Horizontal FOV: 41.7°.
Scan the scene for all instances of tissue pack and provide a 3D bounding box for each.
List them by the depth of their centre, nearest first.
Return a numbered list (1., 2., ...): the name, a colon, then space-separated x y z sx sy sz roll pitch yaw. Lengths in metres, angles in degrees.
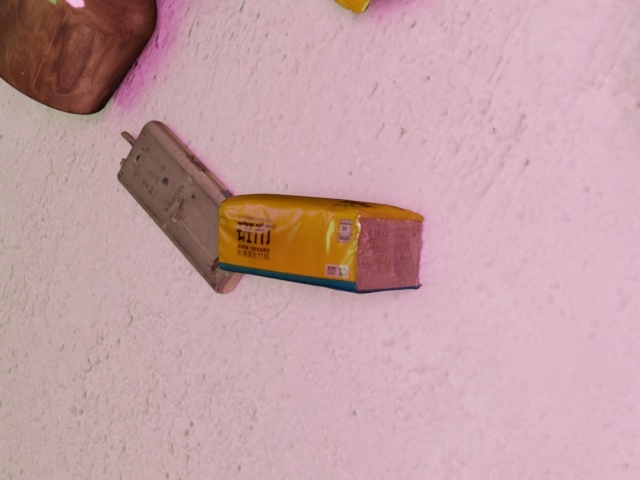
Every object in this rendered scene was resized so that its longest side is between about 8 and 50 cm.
1. tissue pack: 0.000 0.000 0.801 0.169 0.120 0.082 7 93 37

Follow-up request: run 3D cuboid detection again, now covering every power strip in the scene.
1. power strip: -0.162 -0.052 0.974 0.268 0.034 0.092 44 113 29

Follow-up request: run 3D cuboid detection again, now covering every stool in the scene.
1. stool: -0.263 -0.300 0.973 0.264 0.179 0.179 -48 62 23

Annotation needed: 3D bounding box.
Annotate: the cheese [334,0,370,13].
1. cheese: 0.085 -0.331 0.792 0.156 0.064 0.250 38 97 30
